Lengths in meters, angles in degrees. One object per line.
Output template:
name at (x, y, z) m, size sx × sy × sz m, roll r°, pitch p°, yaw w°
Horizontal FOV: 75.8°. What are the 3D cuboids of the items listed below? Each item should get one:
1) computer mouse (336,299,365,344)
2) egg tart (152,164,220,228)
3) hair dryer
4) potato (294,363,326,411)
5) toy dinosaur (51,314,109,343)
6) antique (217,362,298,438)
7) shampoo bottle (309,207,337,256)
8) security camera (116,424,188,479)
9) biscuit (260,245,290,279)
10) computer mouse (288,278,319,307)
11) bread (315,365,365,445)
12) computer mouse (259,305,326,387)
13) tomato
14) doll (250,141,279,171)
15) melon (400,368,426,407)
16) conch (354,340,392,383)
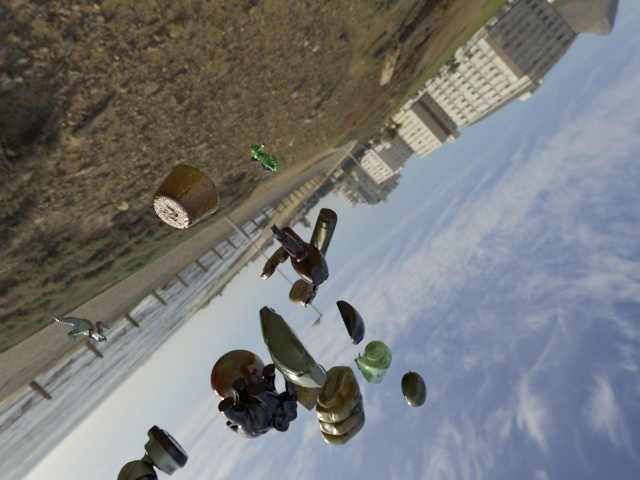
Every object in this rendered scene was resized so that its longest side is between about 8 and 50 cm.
computer mouse at (0.145, 0.360, 1.849) m, size 0.086 × 0.137 × 0.269 m, roll -23°, pitch -158°, yaw -2°
egg tart at (-0.456, -0.137, 1.383) m, size 0.202 × 0.203 × 0.147 m, roll -40°, pitch -165°, yaw 44°
hair dryer at (-0.116, 0.000, 1.507) m, size 0.123 × 0.312 × 0.340 m, roll -40°, pitch 144°, yaw 0°
potato at (-0.068, 0.897, 2.585) m, size 0.266 × 0.229 × 0.229 m, roll -54°, pitch -173°, yaw -18°
toy dinosaur at (-0.818, 0.293, 1.412) m, size 0.053 × 0.242 × 0.167 m, roll -42°, pitch -138°, yaw -2°
antique at (-0.247, 0.695, 1.737) m, size 0.322 × 0.255 × 0.185 m, roll -25°, pitch -159°, yaw -12°
shampoo bottle at (0.000, 0.000, 1.795) m, size 0.350 × 0.084 × 0.125 m, roll 109°, pitch -22°, yaw -49°
security camera at (-0.712, 0.949, 1.704) m, size 0.277 × 0.197 × 0.191 m, roll -42°, pitch -141°, yaw -25°
biscuit at (-0.192, 0.077, 1.812) m, size 0.186 × 0.044 × 0.295 m, roll -44°, pitch -171°, yaw 1°
computer mouse at (-0.078, 0.255, 2.009) m, size 0.236 × 0.082 × 0.145 m, roll -10°, pitch -128°, yaw 64°
bread at (0.117, 0.856, 2.081) m, size 0.210 × 0.341 × 0.300 m, roll 0°, pitch -162°, yaw 22°
computer mouse at (-0.139, 0.446, 1.675) m, size 0.145 × 0.429 × 0.228 m, roll -39°, pitch 142°, yaw -7°
tomato at (-0.369, 0.633, 1.923) m, size 0.222 × 0.270 × 0.270 m, roll -46°, pitch -176°, yaw 10°
doll at (-0.244, -0.361, 1.784) m, size 0.050 × 0.190 × 0.115 m, roll -32°, pitch 153°, yaw -35°
melon at (0.425, 0.677, 1.888) m, size 0.114 × 0.167 × 0.114 m, roll -8°, pitch 165°, yaw -2°
conch at (0.240, 0.568, 1.899) m, size 0.144 × 0.137 × 0.250 m, roll -14°, pitch 142°, yaw -29°
